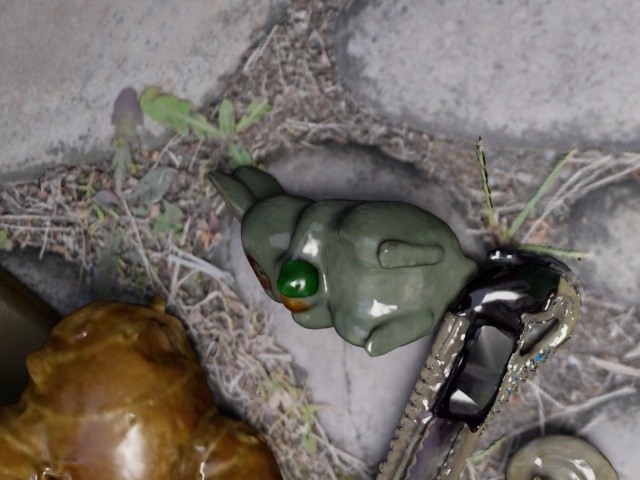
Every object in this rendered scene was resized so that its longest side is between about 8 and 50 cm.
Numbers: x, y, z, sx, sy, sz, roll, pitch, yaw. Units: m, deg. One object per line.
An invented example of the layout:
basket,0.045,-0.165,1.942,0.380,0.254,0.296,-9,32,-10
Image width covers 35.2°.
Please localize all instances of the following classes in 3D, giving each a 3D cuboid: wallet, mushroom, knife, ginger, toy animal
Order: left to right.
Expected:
wallet,-0.320,0.081,0.972,0.198,0.031,0.110,32,103,26
ginger,-0.188,0.234,0.789,0.274,0.152,0.357,45,76,3
toy animal,0.002,0.010,0.775,0.236,0.138,0.108,20,113,53
knife,0.081,0.174,0.734,0.089,0.043,0.365,24,101,-3
mushroom,0.160,0.175,0.681,0.085,0.079,0.085,0,89,23
